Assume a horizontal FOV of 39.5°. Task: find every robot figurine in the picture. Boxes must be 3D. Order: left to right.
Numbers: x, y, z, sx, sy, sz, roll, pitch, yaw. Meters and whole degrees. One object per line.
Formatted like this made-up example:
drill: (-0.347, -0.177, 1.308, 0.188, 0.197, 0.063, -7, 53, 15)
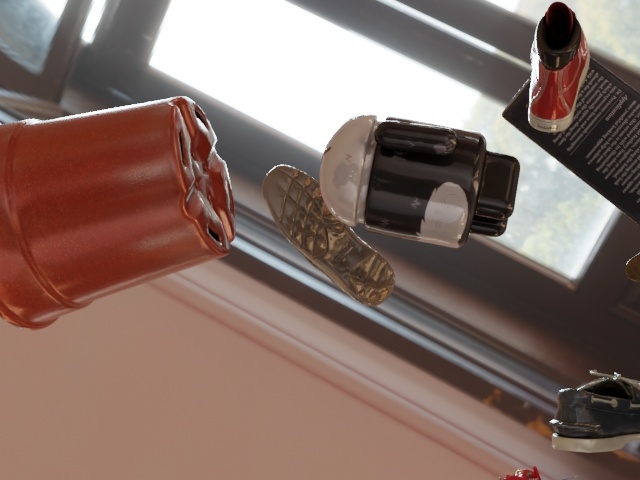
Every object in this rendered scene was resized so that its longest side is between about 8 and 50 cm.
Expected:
robot figurine: (0.138, -0.088, 1.276, 0.173, 0.278, 0.209, -66, -14, -62)

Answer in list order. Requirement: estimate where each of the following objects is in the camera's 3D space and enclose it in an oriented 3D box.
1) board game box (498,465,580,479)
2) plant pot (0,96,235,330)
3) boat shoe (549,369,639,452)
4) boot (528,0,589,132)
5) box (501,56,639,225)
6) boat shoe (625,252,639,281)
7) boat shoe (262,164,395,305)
board game box: (0.268, 0.333, 1.225, 0.133, 0.033, 0.168, -8, -22, -22)
plant pot: (-0.261, -0.050, 1.104, 0.272, 0.265, 0.272, -14, -90, -80)
boat shoe: (0.353, 0.204, 1.094, 0.255, 0.095, 0.079, 2, -93, -47)
boot: (0.354, -0.303, 1.311, 0.176, 0.089, 0.244, 80, -158, -46)
box: (0.633, -0.218, 1.946, 0.212, 0.395, 0.293, -52, -17, 14)
boat shoe: (0.670, 0.041, 1.690, 0.178, 0.060, 0.064, -24, 61, 36)
boat shoe: (0.000, 0.000, 1.847, 0.132, 0.355, 0.130, -42, 7, -17)
